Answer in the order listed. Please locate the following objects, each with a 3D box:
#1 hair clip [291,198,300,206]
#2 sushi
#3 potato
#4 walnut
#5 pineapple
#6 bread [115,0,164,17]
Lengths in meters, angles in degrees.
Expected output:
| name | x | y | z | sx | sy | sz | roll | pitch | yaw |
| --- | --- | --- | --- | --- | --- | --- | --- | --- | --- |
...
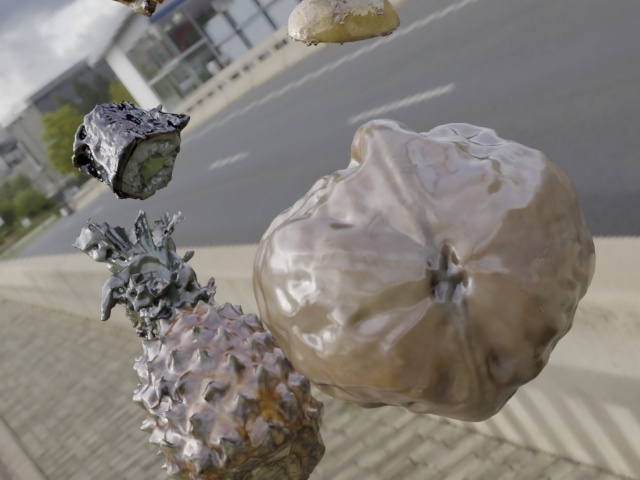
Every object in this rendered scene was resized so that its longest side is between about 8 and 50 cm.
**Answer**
| name | x | y | z | sx | sy | sz | roll | pitch | yaw |
| --- | --- | --- | --- | --- | --- | --- | --- | --- | --- |
| hair clip | -0.003 | 0.004 | 1.486 | 0.085 | 0.101 | 0.331 | -52 | 6 | 6 |
| sushi | -0.199 | -0.099 | 1.103 | 0.094 | 0.084 | 0.098 | -3 | -62 | -57 |
| potato | 0.019 | -0.179 | 0.840 | 0.093 | 0.036 | 0.037 | -7 | 35 | -3 |
| walnut | 0.081 | 0.022 | 0.829 | 0.273 | 0.227 | 0.273 | -48 | 2 | 3 |
| pineapple | -0.127 | 0.103 | 1.070 | 0.175 | 0.175 | 0.361 | -36 | 49 | 2 |
| bread | -0.260 | -0.490 | 1.407 | 0.324 | 0.277 | 0.167 | -65 | -3 | 32 |
